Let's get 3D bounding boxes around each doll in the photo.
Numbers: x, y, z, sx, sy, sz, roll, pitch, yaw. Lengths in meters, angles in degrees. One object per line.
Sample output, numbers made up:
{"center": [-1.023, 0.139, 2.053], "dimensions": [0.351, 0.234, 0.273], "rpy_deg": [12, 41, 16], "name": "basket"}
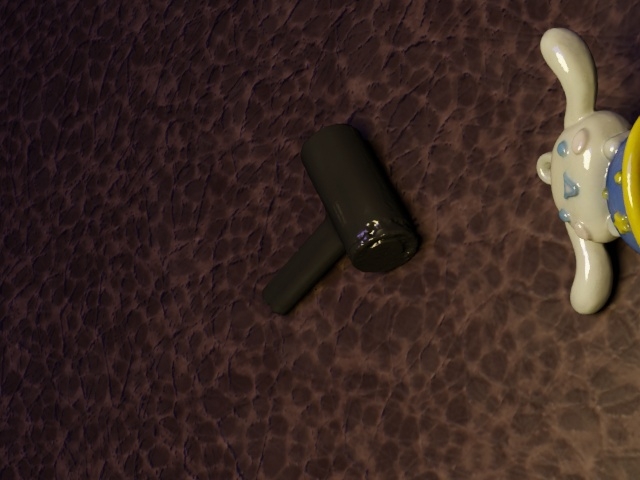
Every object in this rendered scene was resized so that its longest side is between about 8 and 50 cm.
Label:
{"center": [0.338, -0.090, 1.839], "dimensions": [0.242, 0.160, 0.311], "rpy_deg": [-8, 101, 69], "name": "doll"}

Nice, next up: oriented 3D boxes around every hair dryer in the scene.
{"center": [0.000, 0.000, 2.208], "dimensions": [0.251, 0.089, 0.197], "rpy_deg": [-50, 49, 31], "name": "hair dryer"}
